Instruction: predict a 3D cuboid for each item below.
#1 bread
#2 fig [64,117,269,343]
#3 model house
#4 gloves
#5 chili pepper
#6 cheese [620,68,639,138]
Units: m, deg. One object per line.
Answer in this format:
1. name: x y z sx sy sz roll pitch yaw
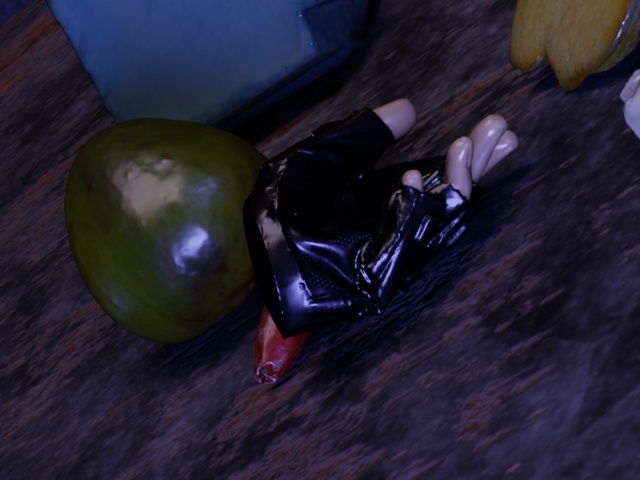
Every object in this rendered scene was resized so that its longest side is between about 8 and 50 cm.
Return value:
1. bread: 0.216 -0.199 1.489 0.149 0.065 0.187 31 101 64
2. fig: -0.119 -0.017 1.613 0.181 0.191 0.181 -47 -14 -16
3. model house: -0.079 -0.238 1.972 0.280 0.230 0.249 -29 -1 27
4. gloves: 0.049 -0.026 1.411 0.203 0.124 0.164 -15 55 -11
5. chili pepper: 0.000 0.000 1.512 0.063 0.071 0.272 8 45 12
6. cheese: 0.280 -0.126 1.273 0.235 0.049 0.127 -16 30 48
